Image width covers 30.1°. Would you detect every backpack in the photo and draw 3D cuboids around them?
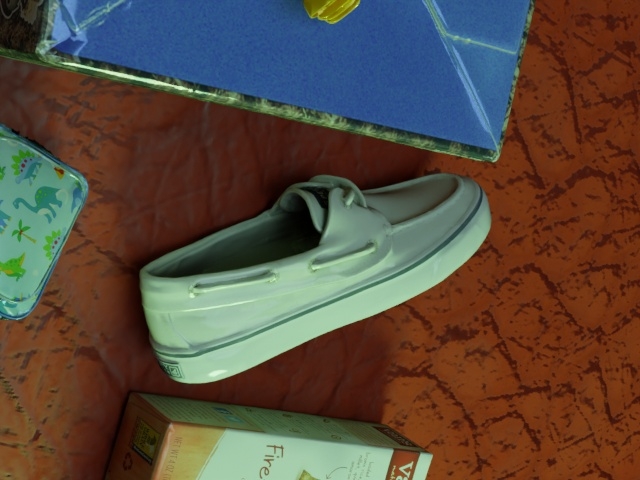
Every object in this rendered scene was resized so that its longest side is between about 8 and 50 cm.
[{"bbox_3d":[-0.196,-0.020,0.665,0.114,0.084,0.105,33,71,-28],"label":"backpack"}]

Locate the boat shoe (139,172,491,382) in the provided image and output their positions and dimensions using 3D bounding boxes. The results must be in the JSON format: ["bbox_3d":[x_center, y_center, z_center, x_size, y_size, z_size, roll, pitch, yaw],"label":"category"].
[{"bbox_3d":[0.000,0.000,0.807,0.267,0.096,0.088,-23,120,-18],"label":"boat shoe"}]

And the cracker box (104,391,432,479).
[{"bbox_3d":[-0.044,0.202,0.846,0.232,0.067,0.155,13,96,-37],"label":"cracker box"}]

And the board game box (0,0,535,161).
[{"bbox_3d":[-0.073,-0.145,0.587,0.232,0.291,0.141,9,96,-35],"label":"board game box"}]

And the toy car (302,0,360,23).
[{"bbox_3d":[0.019,-0.145,0.460,0.122,0.060,0.040,-52,170,6],"label":"toy car"}]
